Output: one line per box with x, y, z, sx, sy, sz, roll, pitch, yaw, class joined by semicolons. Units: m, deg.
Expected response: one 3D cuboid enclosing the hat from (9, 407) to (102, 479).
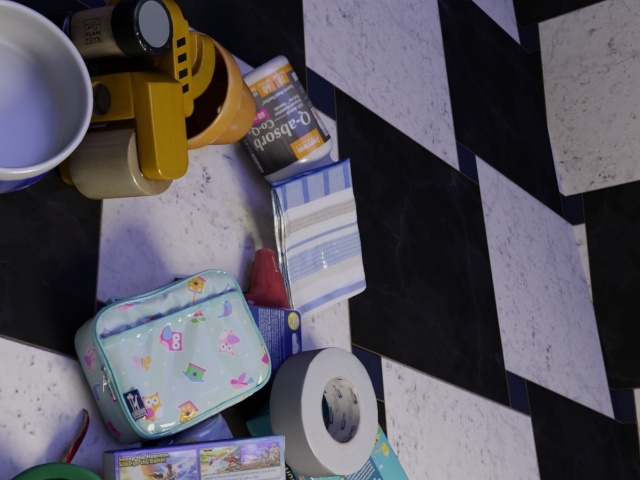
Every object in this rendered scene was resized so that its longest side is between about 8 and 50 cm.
-0.355;0.373;1.353;0.208;0.183;0.173;-40;94;-11;hat

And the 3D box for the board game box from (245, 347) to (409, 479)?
0.028;0.408;1.814;0.254;0.079;0.336;-37;102;-55;board game box

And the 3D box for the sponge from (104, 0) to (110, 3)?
-0.312;-0.407;1.866;0.210;0.031;0.117;51;37;-23;sponge

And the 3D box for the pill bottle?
-0.074;-0.215;1.967;0.278;0.162;0.162;60;34;-11;pill bottle

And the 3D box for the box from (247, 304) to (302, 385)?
-0.128;0.177;1.679;0.225;0.036;0.137;10;71;-37;box

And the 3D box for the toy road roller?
-0.283;-0.236;1.588;0.240;0.202;0.330;-9;96;-59;toy road roller

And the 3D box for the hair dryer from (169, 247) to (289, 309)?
-0.138;0.107;1.759;0.224;0.080;0.293;58;35;-15;hair dryer

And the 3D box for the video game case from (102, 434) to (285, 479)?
-0.175;0.415;1.421;0.269;0.061;0.244;1;82;-30;video game case

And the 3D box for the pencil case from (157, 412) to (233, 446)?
-0.151;0.406;1.537;0.273;0.113;0.124;63;32;-7;pencil case

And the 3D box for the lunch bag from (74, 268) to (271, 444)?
-0.227;0.171;1.511;0.279;0.108;0.224;-20;88;-37;lunch bag

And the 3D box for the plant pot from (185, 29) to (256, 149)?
-0.213;-0.254;1.787;0.188;0.205;0.205;19;54;-68;plant pot

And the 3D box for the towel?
0.000;0.000;1.917;0.209;0.034;0.285;-21;113;-36;towel

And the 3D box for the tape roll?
0.009;0.296;1.695;0.219;0.072;0.219;23;60;-48;tape roll

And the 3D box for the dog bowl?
-0.467;-0.204;1.397;0.264;0.104;0.265;12;68;-31;dog bowl
